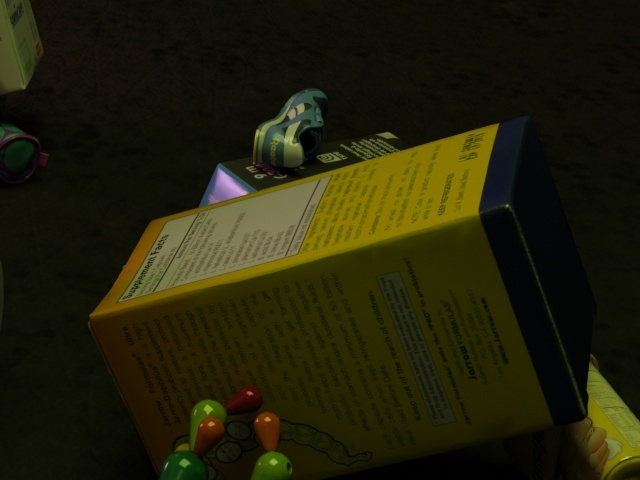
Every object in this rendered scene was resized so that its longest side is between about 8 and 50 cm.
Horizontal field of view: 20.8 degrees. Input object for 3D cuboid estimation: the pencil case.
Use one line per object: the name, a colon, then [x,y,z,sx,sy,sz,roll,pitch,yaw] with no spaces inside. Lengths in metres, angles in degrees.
pencil case: [-0.380,-0.120,2.008,0.070,0.064,0.151,7,20,-42]

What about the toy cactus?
toy cactus: [-0.091,0.219,1.296,0.180,0.112,0.219,-9,67,-13]

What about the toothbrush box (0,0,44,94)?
toothbrush box: [-0.480,-0.219,2.017,0.283,0.122,0.206,-14,17,1]

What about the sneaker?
sneaker: [-0.018,-0.115,1.848,0.059,0.053,0.144,12,34,21]

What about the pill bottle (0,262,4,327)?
pill bottle: [-0.441,0.048,1.553,0.283,0.160,0.160,12,27,12]

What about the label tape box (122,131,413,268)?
label tape box: [0.000,0.000,1.790,0.333,0.106,0.240,-12,31,-31]

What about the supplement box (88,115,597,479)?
supplement box: [0.026,0.061,1.431,0.356,0.195,0.194,-15,21,18]

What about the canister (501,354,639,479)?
canister: [0.220,0.178,1.451,0.073,0.126,0.170,-4,29,-19]
